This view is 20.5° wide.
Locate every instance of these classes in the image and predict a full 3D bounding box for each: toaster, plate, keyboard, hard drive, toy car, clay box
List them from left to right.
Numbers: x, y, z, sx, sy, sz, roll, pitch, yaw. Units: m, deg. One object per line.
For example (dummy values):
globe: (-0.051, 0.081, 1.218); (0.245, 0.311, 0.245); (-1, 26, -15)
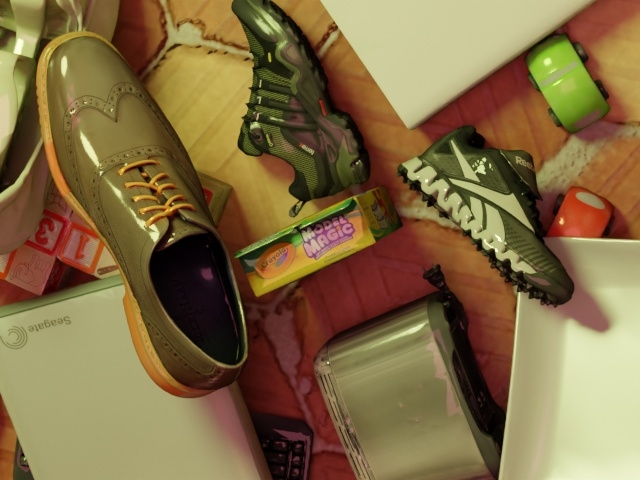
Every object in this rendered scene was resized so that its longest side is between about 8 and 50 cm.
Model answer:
hard drive: (-0.181, 0.210, 1.786); (0.233, 0.047, 0.353); (-15, 104, 14)
keyboard: (-0.170, 0.268, 1.858); (0.317, 0.033, 0.202); (6, 97, 10)
clay box: (0.000, 0.000, 1.702); (0.127, 0.222, 0.053); (-25, 91, 12)
toaster: (0.089, 0.151, 1.751); (0.146, 0.129, 0.227); (-21, 95, 14)
hard drive: (0.160, -0.285, 1.732); (0.318, 0.040, 0.210); (-35, 86, 11)
toy car: (0.271, -0.098, 1.730); (0.239, 0.053, 0.225); (-31, 90, 11)
plate: (0.311, 0.136, 1.653); (0.277, 0.045, 0.278); (1, 77, 29)

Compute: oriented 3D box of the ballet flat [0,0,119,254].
ballet flat: (-0.283, -0.182, 1.711); (0.139, 0.139, 0.400); (11, 74, 9)

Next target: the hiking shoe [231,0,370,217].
hiking shoe: (-0.045, -0.138, 1.765); (0.114, 0.086, 0.227); (-29, 91, 8)

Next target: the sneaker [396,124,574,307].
sneaker: (0.178, -0.034, 1.706); (0.106, 0.078, 0.234); (-45, 54, 1)

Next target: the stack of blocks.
stack of blocks: (-0.262, -0.033, 1.813); (0.297, 0.087, 0.171); (23, 99, 7)

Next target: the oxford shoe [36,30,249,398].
oxford shoe: (-0.150, -0.035, 1.630); (0.130, 0.132, 0.364); (-26, 90, -24)
